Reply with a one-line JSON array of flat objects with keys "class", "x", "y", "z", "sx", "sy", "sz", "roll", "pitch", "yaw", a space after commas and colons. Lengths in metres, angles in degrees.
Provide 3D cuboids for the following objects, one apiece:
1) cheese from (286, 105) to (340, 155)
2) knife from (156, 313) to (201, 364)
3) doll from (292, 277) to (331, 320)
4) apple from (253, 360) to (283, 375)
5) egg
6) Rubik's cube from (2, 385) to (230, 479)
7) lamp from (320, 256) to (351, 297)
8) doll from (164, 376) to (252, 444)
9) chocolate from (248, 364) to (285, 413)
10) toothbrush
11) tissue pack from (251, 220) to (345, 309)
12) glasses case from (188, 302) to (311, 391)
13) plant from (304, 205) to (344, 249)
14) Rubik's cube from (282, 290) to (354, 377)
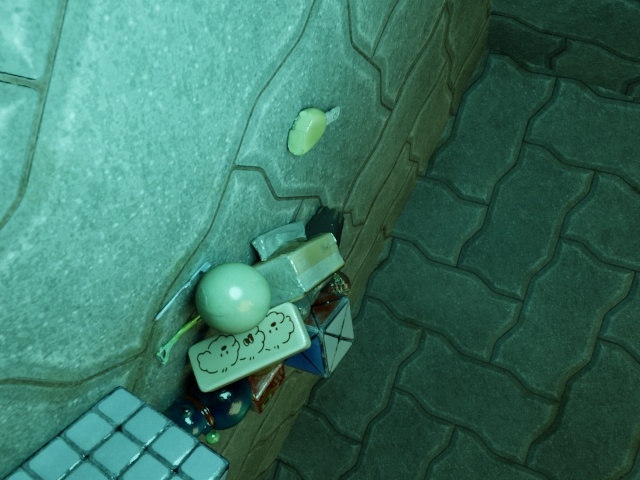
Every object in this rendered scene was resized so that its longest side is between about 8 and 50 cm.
[{"class": "cheese", "x": -0.007, "y": -0.338, "z": 1.293, "sx": 0.255, "sy": 0.050, "sz": 0.127, "roll": -46, "pitch": 156, "yaw": -46}, {"class": "knife", "x": -0.369, "y": 0.250, "z": 1.188, "sx": 0.166, "sy": 0.023, "sz": 0.078, "roll": -50, "pitch": 166, "yaw": -30}, {"class": "doll", "x": -0.083, "y": 0.197, "z": 1.772, "sx": 0.246, "sy": 0.158, "sz": 0.340, "roll": -27, "pitch": -160, "yaw": 50}, {"class": "apple", "x": -0.199, "y": 0.340, "z": 1.538, "sx": 0.260, "sy": 0.194, "sz": 0.260, "roll": -51, "pitch": 162, "yaw": -25}, {"class": "egg", "x": -0.224, "y": 0.151, "z": 1.176, "sx": 0.186, "sy": 0.187, "sz": 0.253, "roll": -61, "pitch": 160, "yaw": -3}, {"class": "Rubik's cube", "x": -0.442, "y": 0.601, "z": 0.970, "sx": 0.344, "sy": 0.345, "sz": 0.337, "roll": -41, "pitch": 154, "yaw": -53}, {"class": "lamp", "x": 0.058, "y": 0.186, "z": 2.077, "sx": 0.215, "sy": 0.223, "sz": 0.151, "roll": -54, "pitch": 145, "yaw": 6}, {"class": "doll", "x": -0.337, "y": 0.507, "z": 1.386, "sx": 0.322, "sy": 0.199, "sz": 0.186, "roll": -35, "pitch": 150, "yaw": -51}, {"class": "chocolate", "x": -0.253, "y": 0.622, "z": 1.970, "sx": 0.234, "sy": 0.108, "sz": 0.237, "roll": -53, "pitch": 160, "yaw": -32}, {"class": "toothbrush", "x": -0.337, "y": 0.123, "z": 1.099, "sx": 0.193, "sy": 0.019, "sz": 0.013, "roll": -51, "pitch": 160, "yaw": -28}, {"class": "tissue pack", "x": -0.098, "y": 0.062, "z": 1.442, "sx": 0.305, "sy": 0.239, "sz": 0.238, "roll": -29, "pitch": 143, "yaw": -60}, {"class": "glasses case", "x": -0.203, "y": 0.306, "z": 1.289, "sx": 0.337, "sy": 0.143, "sz": 0.076, "roll": -26, "pitch": 163, "yaw": 4}, {"class": "plant", "x": 0.000, "y": 0.000, "z": 1.689, "sx": 0.164, "sy": 0.142, "sz": 0.255, "roll": 54, "pitch": 54, "yaw": -72}, {"class": "Rubik's cube", "x": -0.028, "y": 0.379, "z": 1.888, "sx": 0.255, "sy": 0.259, "sz": 0.260, "roll": -41, "pitch": 133, "yaw": -47}]
